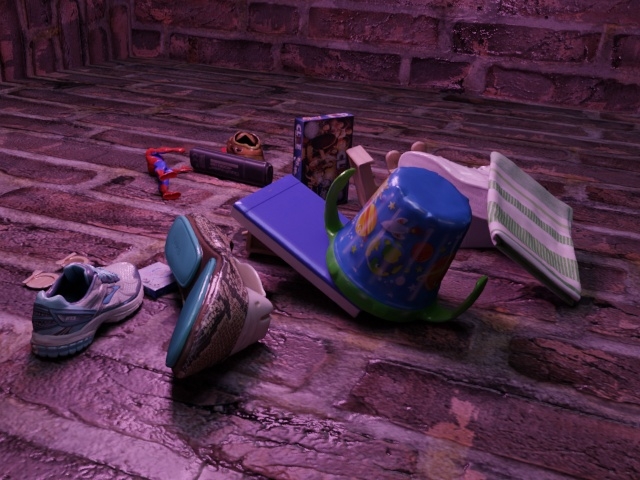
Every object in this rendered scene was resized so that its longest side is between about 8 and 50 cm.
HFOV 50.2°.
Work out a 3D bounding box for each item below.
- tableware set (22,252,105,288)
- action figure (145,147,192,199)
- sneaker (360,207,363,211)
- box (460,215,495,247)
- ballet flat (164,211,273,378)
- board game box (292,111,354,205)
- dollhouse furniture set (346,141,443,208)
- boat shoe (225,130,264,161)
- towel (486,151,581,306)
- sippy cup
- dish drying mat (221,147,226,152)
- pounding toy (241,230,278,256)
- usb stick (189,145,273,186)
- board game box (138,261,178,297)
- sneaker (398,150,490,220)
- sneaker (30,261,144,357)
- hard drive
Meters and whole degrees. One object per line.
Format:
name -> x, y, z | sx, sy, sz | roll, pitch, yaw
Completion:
tableware set -> -0.489, 0.071, 1.357 | 0.168, 0.020, 0.141 | 12, 25, 22
action figure -> -0.414, -0.205, 1.925 | 0.139, 0.092, 0.280 | -14, 29, -21
sneaker -> 0.172, -0.040, 1.656 | 0.170, 0.051, 0.089 | 6, 28, 15
box -> 0.330, -0.048, 1.644 | 0.170, 0.091, 0.130 | 0, 24, -8
ballet flat -> -0.175, 0.090, 1.207 | 0.182, 0.164, 0.483 | 24, 16, -22
board game box -> 0.005, -0.202, 1.770 | 0.165, 0.243, 0.042 | -15, 29, -35
dollhouse furniture set -> 0.210, -0.182, 1.758 | 0.242, 0.161, 0.212 | -20, 31, -6
boat shoe -> -0.225, -0.287, 2.111 | 0.110, 0.105, 0.307 | -5, 25, -19
towel -> 0.453, -0.037, 1.449 | 0.247, 0.038, 0.325 | 35, 39, -11
sippy cup -> 0.158, -0.007, 1.264 | 0.305, 0.224, 0.240 | 20, 35, -13
dish drying mat -> -0.307, -0.292, 2.240 | 0.032, 0.008, 0.083 | -3, 24, -11
pounding toy -> -0.112, -0.029, 1.515 | 0.130, 0.141, 0.100 | 10, 37, -2
usb stick -> -0.260, -0.215, 1.974 | 0.277, 0.077, 0.045 | 15, 31, 24
board game box -> -0.325, 0.077, 1.360 | 0.090, 0.020, 0.090 | 21, 29, 31
sneaker -> 0.340, -0.140, 1.623 | 0.292, 0.108, 0.169 | 31, 33, 29
sneaker -> -0.397, 0.088, 1.197 | 0.110, 0.122, 0.283 | 8, 24, 11
hard drive -> 0.000, 0.000, 1.374 | 0.318, 0.040, 0.210 | 39, 36, 12
